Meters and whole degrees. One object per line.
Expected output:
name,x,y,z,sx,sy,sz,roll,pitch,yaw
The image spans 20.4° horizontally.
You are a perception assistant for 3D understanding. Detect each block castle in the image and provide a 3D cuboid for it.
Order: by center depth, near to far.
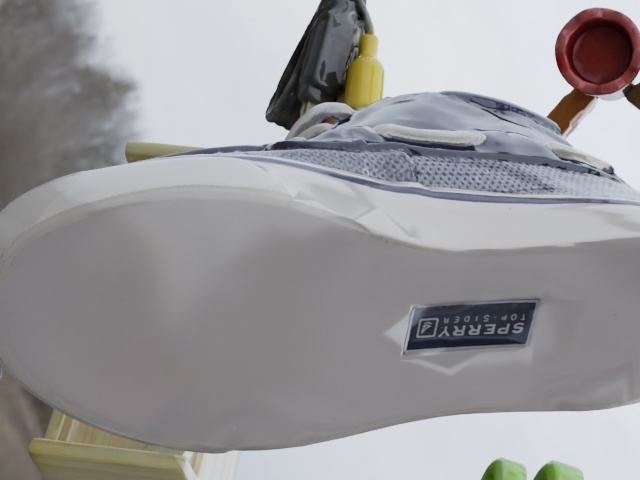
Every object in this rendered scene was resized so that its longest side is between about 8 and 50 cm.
block castle,0.345,0.018,1.703,0.453,0.303,0.213,42,6,13

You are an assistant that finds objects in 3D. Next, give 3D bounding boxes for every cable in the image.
cable,0.030,-0.192,1.516,0.139,0.072,0.287,-14,-126,61

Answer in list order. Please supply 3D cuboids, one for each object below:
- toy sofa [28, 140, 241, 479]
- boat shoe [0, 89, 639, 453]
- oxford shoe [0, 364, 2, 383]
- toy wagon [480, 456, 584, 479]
toy sofa,-0.143,0.097,1.700,0.177,0.150,0.363,77,23,-56
boat shoe,0.000,0.000,0.784,0.158,0.340,0.127,50,-51,53
oxford shoe,-0.262,0.102,1.256,0.083,0.096,0.227,32,-16,-15
toy wagon,0.240,0.196,1.032,0.344,0.267,0.068,144,-37,-80
